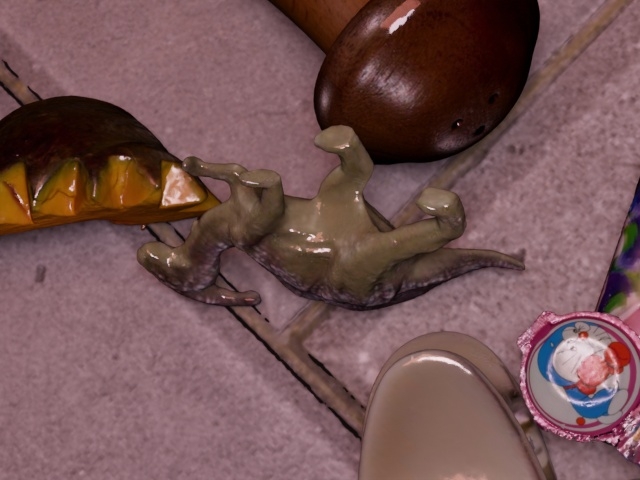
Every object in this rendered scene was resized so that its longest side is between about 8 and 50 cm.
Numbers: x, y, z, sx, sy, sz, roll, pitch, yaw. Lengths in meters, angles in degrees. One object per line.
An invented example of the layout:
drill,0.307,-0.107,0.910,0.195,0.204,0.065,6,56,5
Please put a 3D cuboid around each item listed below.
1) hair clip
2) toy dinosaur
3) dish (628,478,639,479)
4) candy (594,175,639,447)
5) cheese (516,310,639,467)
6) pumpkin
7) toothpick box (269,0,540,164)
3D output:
hair clip,0.094,0.194,1.053,0.172,0.113,0.282,-11,75,9
toy dinosaur,0.000,-0.006,1.113,0.294,0.162,0.077,8,52,17
dish,0.241,0.229,1.037,0.091,0.039,0.137,-4,69,11
candy,0.265,0.006,1.095,0.088,0.061,0.312,18,77,15
cheese,0.197,0.107,1.026,0.145,0.038,0.095,43,87,19
pumpkin,-0.215,-0.073,1.193,0.254,0.130,0.149,-10,70,11
toothpick box,0.038,-0.195,1.153,0.192,0.192,0.294,-35,62,0
